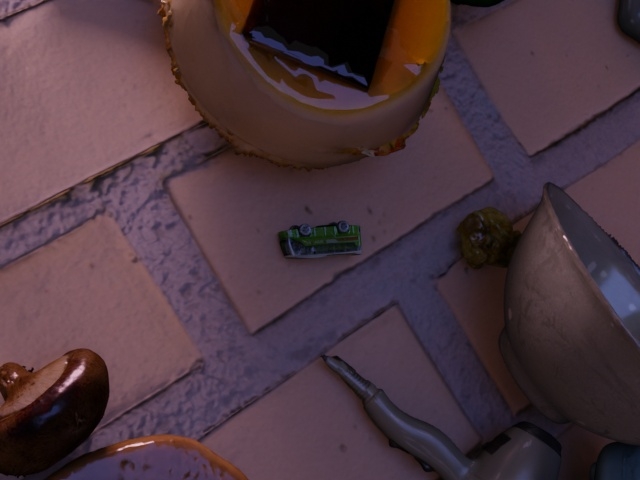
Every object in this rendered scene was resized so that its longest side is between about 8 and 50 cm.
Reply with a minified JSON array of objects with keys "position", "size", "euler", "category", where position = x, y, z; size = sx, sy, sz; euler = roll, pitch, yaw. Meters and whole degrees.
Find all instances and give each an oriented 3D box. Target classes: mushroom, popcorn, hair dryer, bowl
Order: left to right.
[{"position":[-0.231,0.138,0.736],"size":[0.127,0.127,0.087],"euler":[-46,105,-25],"category":"mushroom"},{"position":[0.089,0.259,0.880],"size":[0.267,0.092,0.229],"euler":[20,76,-3],"category":"hair dryer"},{"position":[0.188,-0.001,0.979],"size":[0.083,0.060,0.068],"euler":[39,66,-20],"category":"popcorn"},{"position":[0.274,0.106,0.921],"size":[0.313,0.146,0.313],"euler":[41,22,-21],"category":"bowl"}]

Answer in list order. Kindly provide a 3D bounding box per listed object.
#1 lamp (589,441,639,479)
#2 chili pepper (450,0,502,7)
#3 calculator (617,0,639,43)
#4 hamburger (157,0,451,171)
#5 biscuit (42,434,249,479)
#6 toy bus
[{"position":[0.292,0.327,0.884],"size":[0.284,0.147,0.209],"euler":[-48,133,-33],"category":"lamp"},{"position":[0.162,-0.397,0.947],"size":[0.249,0.233,0.256],"euler":[33,71,12],"category":"chili pepper"},{"position":[0.490,-0.289,1.184],"size":[0.246,0.045,0.141],"euler":[28,68,-14],"category":"calculator"},{"position":[-0.011,-0.204,0.878],"size":[0.294,0.179,0.275],"euler":[18,69,-15],"category":"hamburger"},{"position":[-0.158,0.368,0.740],"size":[0.365,0.062,0.385],"euler":[-15,84,-23],"category":"biscuit"},{"position":[0.000,0.000,0.914],"size":[0.083,0.031,0.037],"euler":[-5,89,-24],"category":"toy bus"}]
